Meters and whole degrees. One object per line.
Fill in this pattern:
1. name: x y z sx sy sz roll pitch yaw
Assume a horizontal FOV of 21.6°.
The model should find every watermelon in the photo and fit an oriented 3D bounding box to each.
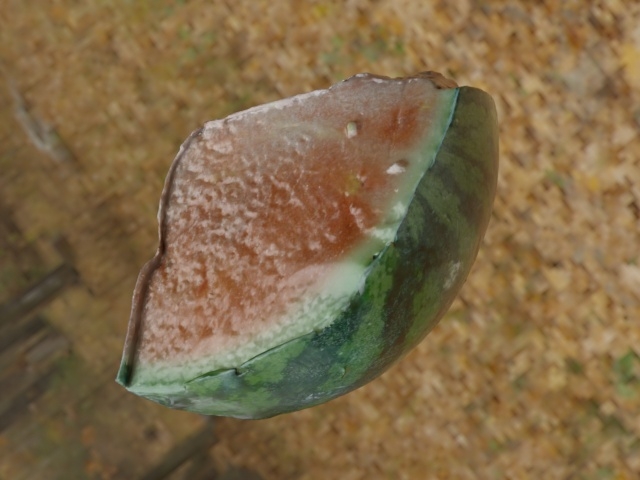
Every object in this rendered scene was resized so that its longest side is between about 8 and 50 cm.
1. watermelon: 0.030 -0.003 1.373 0.319 0.292 0.222 13 159 -25
